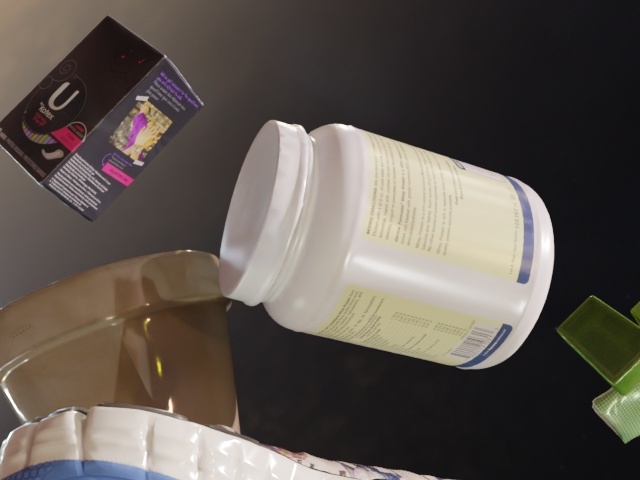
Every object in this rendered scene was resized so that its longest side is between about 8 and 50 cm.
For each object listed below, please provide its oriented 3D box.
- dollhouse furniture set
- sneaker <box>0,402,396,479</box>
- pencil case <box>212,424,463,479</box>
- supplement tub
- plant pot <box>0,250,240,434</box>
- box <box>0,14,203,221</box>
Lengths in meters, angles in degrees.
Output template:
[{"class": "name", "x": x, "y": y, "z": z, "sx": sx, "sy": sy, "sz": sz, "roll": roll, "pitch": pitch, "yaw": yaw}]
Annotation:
[{"class": "dollhouse furniture set", "x": 0.218, "y": 0.095, "z": 0.518, "sx": 0.076, "sy": 0.152, "sz": 0.058, "roll": -44, "pitch": -143, "yaw": 3}, {"class": "sneaker", "x": 0.002, "y": 0.189, "z": 0.366, "sx": 0.130, "sy": 0.330, "sz": 0.147, "roll": -40, "pitch": -144, "yaw": 54}, {"class": "pencil case", "x": 0.035, "y": 0.305, "z": 0.818, "sx": 0.183, "sy": 0.410, "sz": 0.159, "roll": -26, "pitch": -129, "yaw": 45}, {"class": "supplement tub", "x": 0.069, "y": 0.004, "z": 0.896, "sx": 0.235, "sy": 0.325, "sz": 0.235, "roll": -165, "pitch": -90, "yaw": -72}, {"class": "plant pot", "x": -0.232, "y": 0.202, "z": 0.989, "sx": 0.323, "sy": 0.323, "sz": 0.280, "roll": -30, "pitch": -106, "yaw": 28}, {"class": "box", "x": -0.352, "y": -0.194, "z": 1.254, "sx": 0.165, "sy": 0.143, "sz": 0.270, "roll": 38, "pitch": -99, "yaw": 29}]
